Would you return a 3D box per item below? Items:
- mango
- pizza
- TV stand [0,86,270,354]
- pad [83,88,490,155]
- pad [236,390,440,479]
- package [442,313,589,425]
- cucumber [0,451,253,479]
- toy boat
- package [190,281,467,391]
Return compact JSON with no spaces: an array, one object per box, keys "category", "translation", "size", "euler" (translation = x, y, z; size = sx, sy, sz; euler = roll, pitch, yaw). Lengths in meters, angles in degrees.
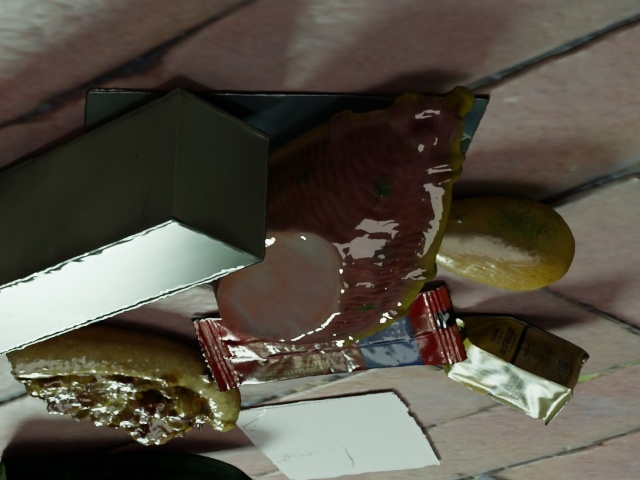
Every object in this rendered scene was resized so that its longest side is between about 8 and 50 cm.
[{"category":"mango","translation":[0.116,0.000,1.243],"size":[0.114,0.057,0.079],"euler":[10,159,-22]},{"category":"pizza","translation":[-0.148,0.117,1.474],"size":[0.127,0.058,0.246],"euler":[-15,151,26]},{"category":"TV stand","translation":[-0.154,-0.002,1.155],"size":[0.270,0.088,0.083],"euler":[-19,149,38]},{"category":"pad","translation":[-0.027,-0.054,1.167],"size":[0.243,0.004,0.163],"euler":[0,156,-7]},{"category":"pad","translation":[0.018,0.183,1.712],"size":[0.157,0.004,0.232],"euler":[-9,156,12]},{"category":"package","translation":[0.138,0.093,1.463],"size":[0.131,0.047,0.071],"euler":[23,152,2]},{"category":"cucumber","translation":[-0.181,0.228,1.718],"size":[0.244,0.063,0.115],"euler":[0,163,-7]},{"category":"toy boat","translation":[-0.003,0.003,1.186],"size":[0.141,0.099,0.318],"euler":[45,145,-3]},{"category":"package","translation":[0.007,0.076,1.421],"size":[0.200,0.022,0.083],"euler":[-8,133,12]}]
